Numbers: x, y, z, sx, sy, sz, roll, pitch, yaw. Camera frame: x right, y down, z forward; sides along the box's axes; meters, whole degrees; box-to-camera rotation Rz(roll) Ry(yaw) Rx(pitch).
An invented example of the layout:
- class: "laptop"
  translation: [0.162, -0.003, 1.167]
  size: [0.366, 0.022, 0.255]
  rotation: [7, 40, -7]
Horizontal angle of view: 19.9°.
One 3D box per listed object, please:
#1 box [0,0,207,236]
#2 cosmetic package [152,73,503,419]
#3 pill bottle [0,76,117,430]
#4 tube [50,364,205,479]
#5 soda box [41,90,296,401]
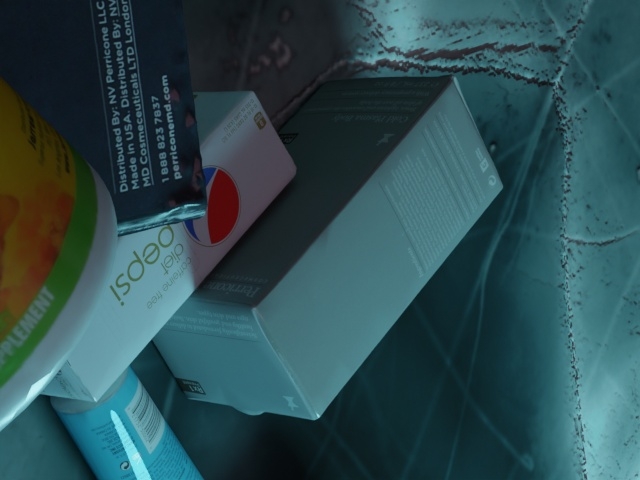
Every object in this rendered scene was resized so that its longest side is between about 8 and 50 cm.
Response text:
- class: "box"
  translation: [-0.260, -0.073, 0.801]
  size: [0.294, 0.296, 0.183]
  rotation: [-18, 105, -44]
- class: "cosmetic package"
  translation: [0.000, 0.000, 1.197]
  size: [0.238, 0.127, 0.107]
  rotation: [-48, 124, -35]
- class: "pill bottle"
  translation: [-0.189, -0.043, 0.570]
  size: [0.246, 0.136, 0.136]
  rotation: [46, 61, -36]
- class: "tube"
  translation: [-0.102, 0.161, 1.159]
  size: [0.080, 0.052, 0.207]
  rotation: [-47, 129, -28]
- class: "soda box"
  translation: [-0.110, -0.001, 1.118]
  size: [0.216, 0.074, 0.069]
  rotation: [-50, 125, -31]
